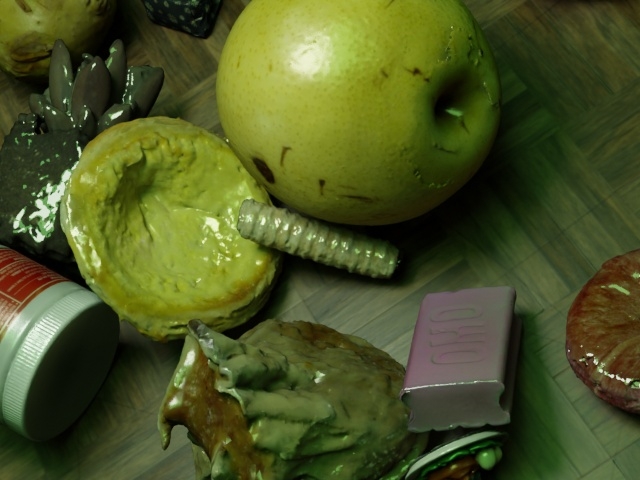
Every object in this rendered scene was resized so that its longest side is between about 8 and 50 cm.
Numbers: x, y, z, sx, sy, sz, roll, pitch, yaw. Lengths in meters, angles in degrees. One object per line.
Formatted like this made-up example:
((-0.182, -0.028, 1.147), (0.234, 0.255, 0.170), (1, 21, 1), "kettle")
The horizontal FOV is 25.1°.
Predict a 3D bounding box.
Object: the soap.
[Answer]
((0.166, 0.135, 1.663), (0.122, 0.066, 0.203), (-7, 29, 15), "soap")

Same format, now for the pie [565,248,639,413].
((0.384, 0.098, 1.651), (0.204, 0.054, 0.219), (19, 61, 32), "pie")

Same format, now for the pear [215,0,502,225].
((0.049, -0.182, 1.768), (0.348, 0.348, 0.348), (-8, 61, 15), "pear")

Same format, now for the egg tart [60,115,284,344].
((-0.196, -0.006, 1.847), (0.315, 0.120, 0.315), (11, 62, -22), "egg tart")

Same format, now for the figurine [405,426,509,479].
((0.180, 0.301, 1.603), (0.132, 0.132, 0.154), (-25, 70, 5), "figurine")

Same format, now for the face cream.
((-0.387, 0.127, 1.825), (0.187, 0.201, 0.201), (26, 74, 19), "face cream")

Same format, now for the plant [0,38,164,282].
((-0.337, -0.115, 1.955), (0.181, 0.194, 0.321), (9, 69, 20), "plant")

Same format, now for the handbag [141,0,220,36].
((-0.188, -0.374, 2.122), (0.115, 0.072, 0.139), (20, 58, 29), "handbag")

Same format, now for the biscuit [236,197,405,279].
((0.000, 0.000, 1.818), (0.219, 0.055, 0.061), (17, 29, 0), "biscuit")

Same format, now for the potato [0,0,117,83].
((-0.392, -0.343, 2.101), (0.246, 0.196, 0.300), (-31, 12, 24), "potato")

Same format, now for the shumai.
((-0.042, 0.181, 1.654), (0.314, 0.262, 0.267), (-3, 63, 16), "shumai")
